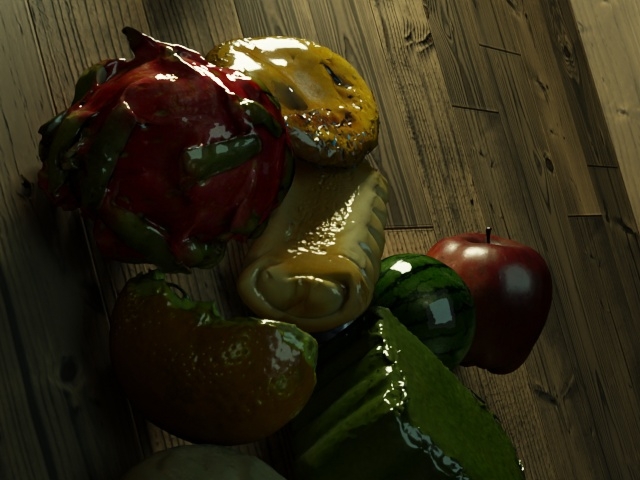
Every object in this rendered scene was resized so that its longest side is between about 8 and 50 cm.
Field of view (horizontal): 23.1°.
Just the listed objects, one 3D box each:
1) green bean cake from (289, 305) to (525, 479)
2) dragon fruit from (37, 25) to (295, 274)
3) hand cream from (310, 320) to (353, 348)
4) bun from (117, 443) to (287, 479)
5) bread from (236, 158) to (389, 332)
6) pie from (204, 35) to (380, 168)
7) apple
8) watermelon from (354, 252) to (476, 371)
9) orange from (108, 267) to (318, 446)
[{"bbox_3d":[0.101,0.283,1.978,0.319,0.218,0.335,47,14,-17],"label":"green bean cake"},{"bbox_3d":[-0.168,-0.087,1.715,0.231,0.237,0.303,35,30,27],"label":"dragon fruit"},{"bbox_3d":[0.013,0.098,2.124,0.053,0.084,0.142,11,73,-64],"label":"hand cream"},{"bbox_3d":[-0.086,0.375,1.580,0.365,0.219,0.365,36,47,-51],"label":"bun"},{"bbox_3d":[0.000,0.000,2.059,0.311,0.173,0.121,-74,171,-50],"label":"bread"},{"bbox_3d":[-0.036,-0.190,2.098,0.273,0.069,0.273,21,35,-15],"label":"pie"},{"bbox_3d":[0.253,0.091,2.450,0.234,0.234,0.234,42,39,-46],"label":"apple"},{"bbox_3d":[0.115,0.113,2.195,0.215,0.188,0.188,-12,83,-34],"label":"watermelon"},{"bbox_3d":[-0.124,0.137,1.682,0.158,0.237,0.179,-62,161,-11],"label":"orange"}]
